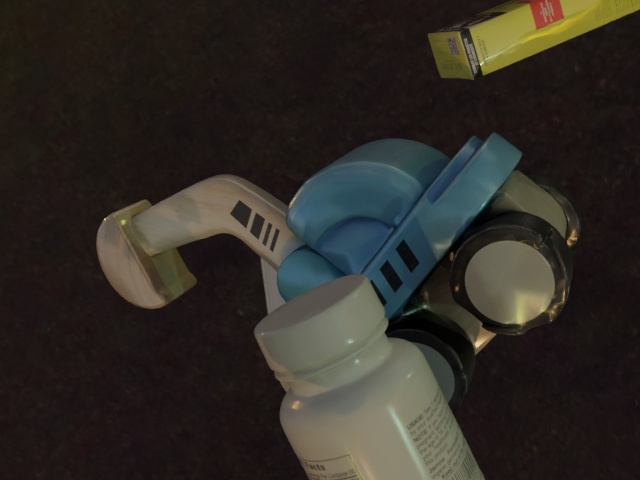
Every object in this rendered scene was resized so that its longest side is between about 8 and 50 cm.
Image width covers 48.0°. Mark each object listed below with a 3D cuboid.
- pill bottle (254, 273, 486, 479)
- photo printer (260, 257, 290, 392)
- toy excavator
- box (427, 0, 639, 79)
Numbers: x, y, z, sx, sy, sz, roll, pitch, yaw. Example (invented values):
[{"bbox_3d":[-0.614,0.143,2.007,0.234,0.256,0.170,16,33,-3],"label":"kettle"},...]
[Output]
[{"bbox_3d":[0.041,0.151,0.590,0.131,0.229,0.131,-26,8,4],"label":"pill bottle"},{"bbox_3d":[-0.046,0.148,1.446,0.107,0.256,0.308,-11,66,2],"label":"photo printer"},{"bbox_3d":[0.000,0.000,0.818,0.445,0.222,0.433,40,118,7],"label":"toy excavator"},{"bbox_3d":[0.247,-0.252,0.822,0.232,0.058,0.087,-23,19,-8],"label":"box"}]
